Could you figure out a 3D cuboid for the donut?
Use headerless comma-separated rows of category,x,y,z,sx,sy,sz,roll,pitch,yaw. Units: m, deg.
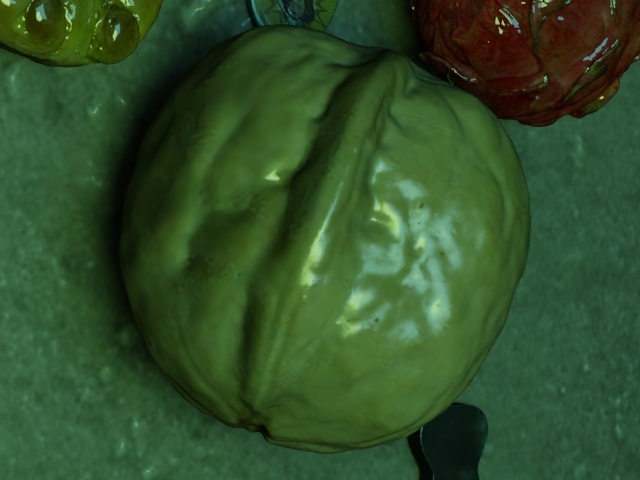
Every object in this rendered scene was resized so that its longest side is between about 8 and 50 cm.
donut,-0.230,-0.256,1.657,0.226,0.114,0.226,-2,93,-33

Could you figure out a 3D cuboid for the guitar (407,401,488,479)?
guitar,0.131,0.280,1.978,0.088,0.025,0.233,-3,94,-34

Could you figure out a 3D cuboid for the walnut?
walnut,0.000,0.000,1.703,0.381,0.381,0.381,-2,94,-33

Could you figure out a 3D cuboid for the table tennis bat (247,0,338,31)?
table tennis bat,-0.020,-0.260,1.853,0.100,0.019,0.155,20,84,-32

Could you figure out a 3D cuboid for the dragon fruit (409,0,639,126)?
dragon fruit,0.208,-0.226,1.887,0.252,0.241,0.241,6,89,-20
